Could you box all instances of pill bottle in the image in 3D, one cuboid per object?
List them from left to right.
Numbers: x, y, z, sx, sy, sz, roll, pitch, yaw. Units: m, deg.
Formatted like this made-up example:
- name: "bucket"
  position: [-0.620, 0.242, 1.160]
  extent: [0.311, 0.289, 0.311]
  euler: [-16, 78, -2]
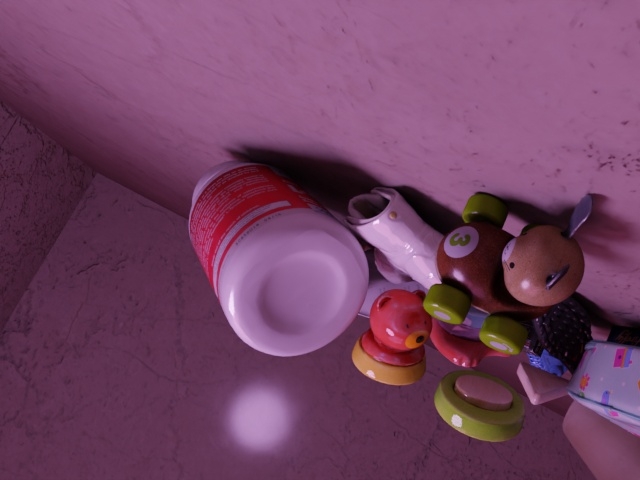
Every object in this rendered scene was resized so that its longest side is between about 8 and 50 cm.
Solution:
- name: "pill bottle"
  position: [-0.099, 0.000, 1.035]
  extent: [0.229, 0.229, 0.408]
  euler: [33, -173, -32]

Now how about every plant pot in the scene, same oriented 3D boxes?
- name: "plant pot"
  position: [0.614, 0.376, 1.083]
  extent: [0.280, 0.323, 0.323]
  euler: [42, -177, 42]

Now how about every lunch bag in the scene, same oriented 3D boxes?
- name: "lunch bag"
  position: [0.496, 0.231, 0.816]
  extent: [0.224, 0.108, 0.279]
  euler: [27, 173, -9]

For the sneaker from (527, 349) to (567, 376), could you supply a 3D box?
- name: "sneaker"
  position: [0.508, 0.264, 1.368]
  extent: [0.209, 0.082, 0.069]
  euler: [36, 170, -37]

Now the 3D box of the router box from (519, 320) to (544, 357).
- name: "router box"
  position: [0.365, 0.151, 1.103]
  extent: [0.038, 0.092, 0.122]
  euler: [34, 170, -37]

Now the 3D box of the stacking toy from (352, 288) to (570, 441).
- name: "stacking toy"
  position: [0.240, 0.156, 0.947]
  extent: [0.308, 0.131, 0.279]
  euler: [-12, -149, -39]

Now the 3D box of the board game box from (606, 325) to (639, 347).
- name: "board game box"
  position: [0.561, 0.188, 0.867]
  extent: [0.165, 0.042, 0.243]
  euler: [29, 172, -6]

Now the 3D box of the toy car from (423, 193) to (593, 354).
- name: "toy car"
  position: [0.218, 0.021, 0.644]
  extent: [0.148, 0.155, 0.188]
  euler: [28, 162, -1]

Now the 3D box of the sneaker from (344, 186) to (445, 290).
- name: "sneaker"
  position: [0.112, -0.016, 0.962]
  extent: [0.169, 0.108, 0.292]
  euler: [43, 173, -7]

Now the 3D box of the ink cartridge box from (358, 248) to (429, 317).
- name: "ink cartridge box"
  position: [0.024, 0.119, 1.210]
  extent: [0.308, 0.384, 0.091]
  euler: [9, 116, 67]

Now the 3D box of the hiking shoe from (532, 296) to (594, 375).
- name: "hiking shoe"
  position: [0.393, 0.146, 0.985]
  extent: [0.227, 0.086, 0.114]
  euler: [53, -173, -27]

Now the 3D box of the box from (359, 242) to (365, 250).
- name: "box"
  position: [0.000, 0.000, 1.484]
  extent: [0.087, 0.058, 0.232]
  euler: [35, 170, -38]
